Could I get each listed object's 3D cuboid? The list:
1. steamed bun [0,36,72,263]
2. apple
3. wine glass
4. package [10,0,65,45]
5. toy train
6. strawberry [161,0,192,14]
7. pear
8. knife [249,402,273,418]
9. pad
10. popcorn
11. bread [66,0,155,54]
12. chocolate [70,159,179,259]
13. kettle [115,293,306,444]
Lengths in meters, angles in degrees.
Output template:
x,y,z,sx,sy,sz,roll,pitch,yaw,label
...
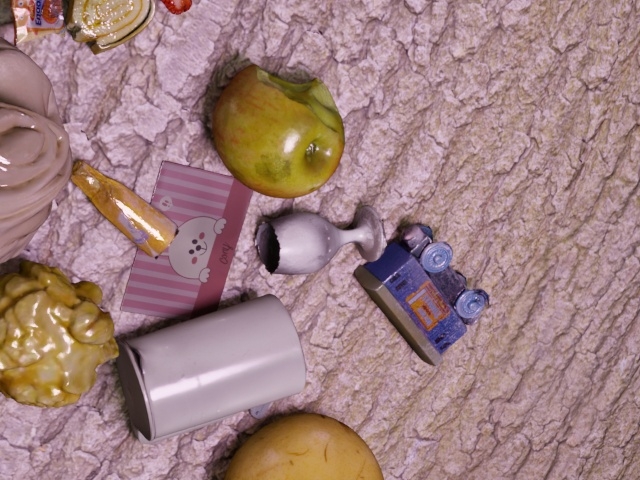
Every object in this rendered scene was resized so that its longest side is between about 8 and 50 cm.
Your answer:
x,y,z,sx,sy,sz,roll,pitch,yaw,label
-0.534,-0.137,1.558,0.343,0.255,0.367,-3,87,-35,steamed bun
-0.066,-0.199,1.863,0.246,0.226,0.246,-12,114,-28,apple
0.000,0.000,2.032,0.241,0.126,0.126,-6,110,-29,wine glass
-0.458,-0.376,1.668,0.121,0.031,0.108,-31,125,-54,package
0.220,0.109,2.197,0.202,0.131,0.299,-41,122,-2,toy train
-0.266,-0.458,1.754,0.104,0.048,0.152,-38,125,-50,strawberry
-0.031,0.521,2.088,0.348,0.348,0.348,-10,112,-26,pear
-0.096,0.298,2.142,0.044,0.023,0.162,30,92,-31,knife
-0.251,0.010,1.964,0.202,0.005,0.299,12,101,-32,pad
-0.472,0.159,1.729,0.255,0.195,0.256,-11,96,-19,popcorn
-0.356,-0.387,1.731,0.156,0.064,0.117,-37,117,-12,bread
-0.358,-0.060,1.842,0.219,0.086,0.085,40,85,-25,chocolate
-0.217,0.249,1.979,0.318,0.265,0.205,-17,83,-24,kettle
